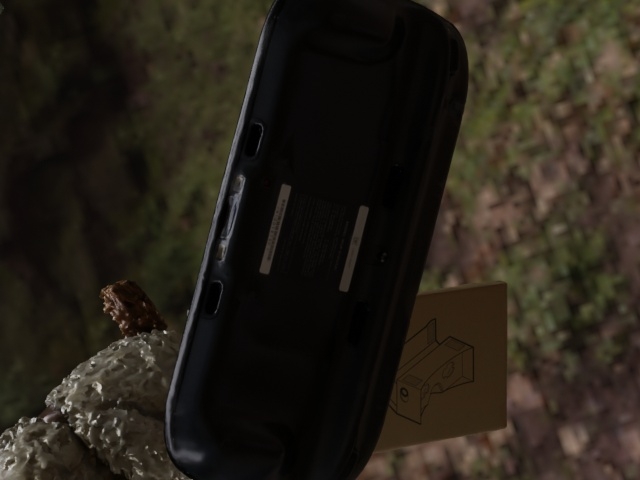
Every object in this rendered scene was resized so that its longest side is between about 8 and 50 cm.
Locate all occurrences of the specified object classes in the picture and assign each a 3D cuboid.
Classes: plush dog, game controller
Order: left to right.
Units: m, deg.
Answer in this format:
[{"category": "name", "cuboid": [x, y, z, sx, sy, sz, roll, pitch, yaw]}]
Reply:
[{"category": "plush dog", "cuboid": [-0.186, 0.175, 1.594, 0.211, 0.225, 0.262, 58, 159, -9]}, {"category": "game controller", "cuboid": [0.000, 0.000, 1.201, 0.067, 0.166, 0.319, 14, 90, 53]}]

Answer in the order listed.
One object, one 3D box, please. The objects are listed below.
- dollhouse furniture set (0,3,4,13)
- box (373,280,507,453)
[{"category": "dollhouse furniture set", "cuboid": [-0.296, -0.149, 1.439, 0.076, 0.152, 0.058, 42, 160, -16]}, {"category": "box", "cuboid": [0.105, 0.133, 2.044, 0.021, 0.201, 0.164, 22, 116, 61]}]
